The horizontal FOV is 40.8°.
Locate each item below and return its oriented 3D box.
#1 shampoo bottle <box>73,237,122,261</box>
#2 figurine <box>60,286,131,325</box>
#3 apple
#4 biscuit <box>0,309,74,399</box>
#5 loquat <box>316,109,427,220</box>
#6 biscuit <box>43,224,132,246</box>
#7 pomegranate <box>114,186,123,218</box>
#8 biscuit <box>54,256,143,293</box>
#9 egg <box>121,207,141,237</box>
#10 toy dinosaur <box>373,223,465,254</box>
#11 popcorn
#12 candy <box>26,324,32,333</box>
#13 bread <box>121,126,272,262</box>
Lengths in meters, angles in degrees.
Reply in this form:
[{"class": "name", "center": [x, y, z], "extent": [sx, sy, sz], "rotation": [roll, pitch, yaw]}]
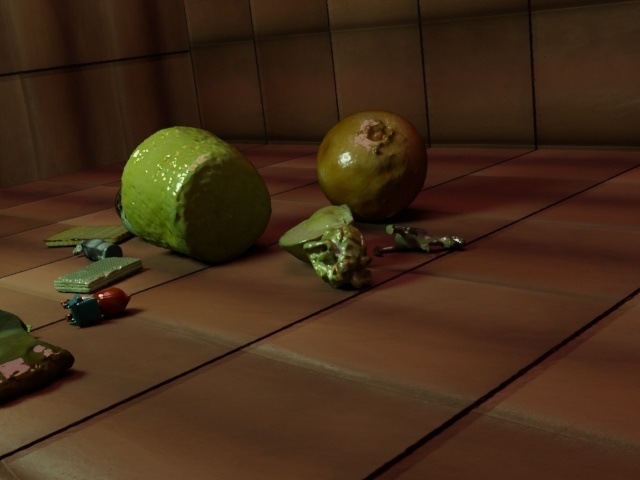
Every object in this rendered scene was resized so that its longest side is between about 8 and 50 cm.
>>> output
[{"class": "shampoo bottle", "center": [-0.612, 0.028, 2.348], "extent": [0.064, 0.057, 0.208], "rotation": [-26, 21, -33]}, {"class": "figurine", "center": [-0.476, 0.136, 1.838], "extent": [0.140, 0.068, 0.075], "rotation": [-17, 15, -29]}, {"class": "apple", "center": [0.000, 0.000, 2.074], "extent": [0.193, 0.120, 0.265], "rotation": [-20, 11, 1]}, {"class": "biscuit", "center": [-0.614, 0.208, 1.562], "extent": [0.335, 0.078, 0.329], "rotation": [-3, 24, -4]}, {"class": "loquat", "center": [0.147, -0.210, 2.430], "extent": [0.329, 0.328, 0.328], "rotation": [-6, 14, 2]}, {"class": "biscuit", "center": [-0.691, -0.015, 2.609], "extent": [0.255, 0.029, 0.172], "rotation": [-2, 15, 17]}, {"class": "pomegranate", "center": [-0.573, -0.111, 2.756], "extent": [0.169, 0.148, 0.148], "rotation": [21, -6, -38]}, {"class": "biscuit", "center": [-0.550, 0.083, 2.139], "extent": [0.121, 0.040, 0.199], "rotation": [-1, 16, 30]}, {"class": "egg", "center": [-0.480, -0.081, 2.493], "extent": [0.231, 0.169, 0.169], "rotation": [-8, 12, 29]}, {"class": "toy dinosaur", "center": [0.225, -0.004, 2.123], "extent": [0.200, 0.072, 0.251], "rotation": [-2, -1, -27]}, {"class": "popcorn", "center": [0.046, 0.036, 1.880], "extent": [0.162, 0.141, 0.135], "rotation": [18, -19, 12]}, {"class": "candy", "center": [-0.677, 0.206, 1.722], "extent": [0.102, 0.032, 0.178], "rotation": [4, 18, 30]}, {"class": "bread", "center": [-0.320, -0.115, 2.240], "extent": [0.348, 0.348, 0.308], "rotation": [-14, 22, -29]}]
